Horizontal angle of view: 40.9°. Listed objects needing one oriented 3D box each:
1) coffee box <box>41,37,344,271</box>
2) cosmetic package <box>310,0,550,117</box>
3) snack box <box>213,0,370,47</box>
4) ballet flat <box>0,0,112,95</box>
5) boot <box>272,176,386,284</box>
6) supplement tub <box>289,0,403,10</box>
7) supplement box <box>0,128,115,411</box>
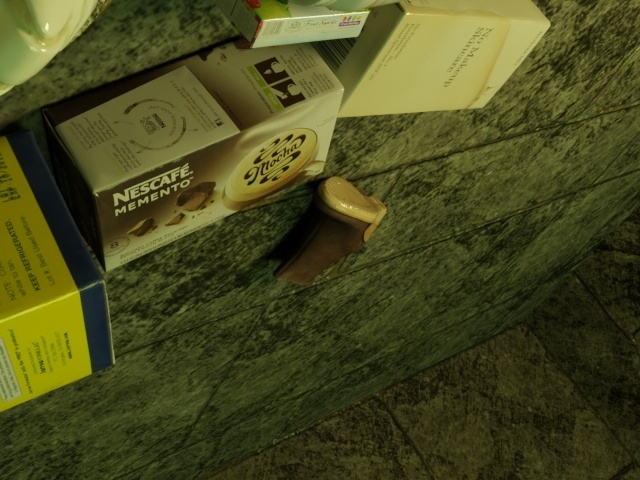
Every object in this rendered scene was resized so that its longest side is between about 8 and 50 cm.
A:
[{"bbox_3d":[-0.137,-0.106,0.954,0.297,0.119,0.168,-26,158,-23],"label":"coffee box"},{"bbox_3d":[0.129,-0.250,1.063,0.309,0.113,0.160,-12,148,-44],"label":"cosmetic package"},{"bbox_3d":[-0.034,-0.241,0.852,0.141,0.100,0.037,-16,151,-39],"label":"snack box"},{"bbox_3d":[-0.270,-0.178,0.525,0.164,0.182,0.483,-45,157,21],"label":"ballet flat"},{"bbox_3d":[0.000,0.000,1.416,0.207,0.090,0.248,-43,161,13],"label":"boot"},{"bbox_3d":[0.057,-0.297,0.812,0.199,0.144,0.144,-20,154,-33],"label":"supplement tub"},{"bbox_3d":[-0.401,0.072,0.806,0.356,0.194,0.195,-21,154,-22],"label":"supplement box"}]
